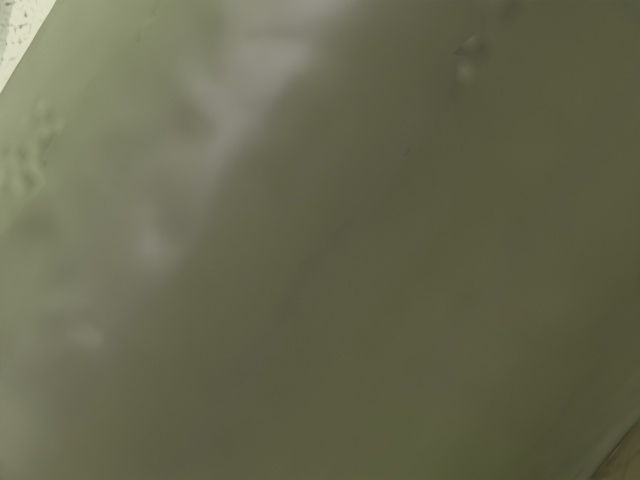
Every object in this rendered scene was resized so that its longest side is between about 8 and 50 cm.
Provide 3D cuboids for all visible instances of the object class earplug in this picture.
[{"bbox_3d":[0.000,0.000,0.754,0.394,0.312,0.312,-54,38,11],"label":"earplug"}]
